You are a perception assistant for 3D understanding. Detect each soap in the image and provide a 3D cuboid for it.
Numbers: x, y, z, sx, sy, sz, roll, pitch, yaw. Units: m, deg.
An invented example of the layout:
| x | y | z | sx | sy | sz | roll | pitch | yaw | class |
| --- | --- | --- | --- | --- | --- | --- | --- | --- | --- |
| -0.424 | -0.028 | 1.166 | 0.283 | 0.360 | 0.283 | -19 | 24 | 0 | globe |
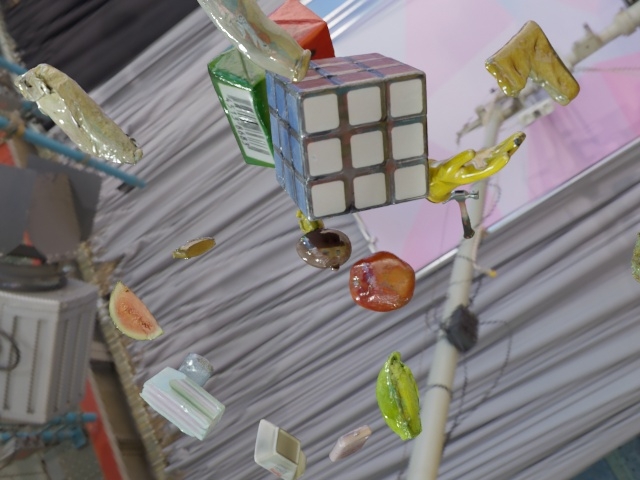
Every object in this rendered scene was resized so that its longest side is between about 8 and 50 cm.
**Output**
| x | y | z | sx | sy | sz | roll | pitch | yaw | class |
| --- | --- | --- | --- | --- | --- | --- | --- | --- | --- |
| -0.394 | 0.457 | 2.234 | 0.230 | 0.145 | 0.091 | 37 | -130 | 9 | soap |

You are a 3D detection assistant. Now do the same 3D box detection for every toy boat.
| x | y | z | sx | sy | sz | roll | pitch | yaw | class |
| --- | --- | --- | --- | --- | --- | --- | --- | --- | --- |
| -0.375 | 0.022 | 2.320 | 0.149 | 0.049 | 0.047 | -26 | -65 | -46 | toy boat |

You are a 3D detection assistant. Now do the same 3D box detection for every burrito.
| x | y | z | sx | sy | sz | roll | pitch | yaw | class |
| --- | --- | --- | --- | --- | --- | --- | --- | --- | --- |
| -0.614 | -0.314 | 1.997 | 0.347 | 0.107 | 0.175 | 42 | 161 | -21 | burrito |

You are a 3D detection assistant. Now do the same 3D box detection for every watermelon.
| x | y | z | sx | sy | sz | roll | pitch | yaw | class |
| --- | --- | --- | --- | --- | --- | --- | --- | --- | --- |
| -0.451 | 0.183 | 1.838 | 0.163 | 0.087 | 0.069 | 50 | -129 | -4 | watermelon |

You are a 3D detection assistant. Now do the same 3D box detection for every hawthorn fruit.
| x | y | z | sx | sy | sz | roll | pitch | yaw | class |
| --- | --- | --- | --- | --- | --- | --- | --- | --- | --- |
| 0.126 | 0.087 | 1.648 | 0.138 | 0.133 | 0.133 | -7 | -121 | -37 | hawthorn fruit |

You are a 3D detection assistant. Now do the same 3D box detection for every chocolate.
| x | y | z | sx | sy | sz | roll | pitch | yaw | class |
| --- | --- | --- | --- | --- | --- | --- | --- | --- | --- |
| -0.100 | -0.415 | 2.141 | 0.161 | 0.341 | 0.360 | 30 | 155 | 33 | chocolate |

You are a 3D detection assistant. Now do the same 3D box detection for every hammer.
| x | y | z | sx | sy | sz | roll | pitch | yaw | class |
| --- | --- | --- | --- | --- | --- | --- | --- | --- | --- |
| 0.444 | -0.078 | 2.406 | 0.288 | 0.111 | 0.033 | 58 | -143 | -59 | hammer |

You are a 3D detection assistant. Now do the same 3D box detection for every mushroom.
| x | y | z | sx | sy | sz | roll | pitch | yaw | class |
| --- | --- | --- | --- | --- | --- | --- | --- | --- | --- |
| -0.158 | -0.452 | 1.581 | 0.351 | 0.109 | 0.097 | 47 | 166 | -5 | mushroom |

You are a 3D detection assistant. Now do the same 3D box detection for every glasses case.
| x | y | z | sx | sy | sz | roll | pitch | yaw | class |
| --- | --- | --- | --- | --- | --- | --- | --- | --- | --- |
| -0.448 | 0.470 | 2.769 | 0.109 | 0.282 | 0.067 | 35 | -121 | 0 | glasses case |

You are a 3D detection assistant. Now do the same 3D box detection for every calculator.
| x | y | z | sx | sy | sz | roll | pitch | yaw | class |
| --- | --- | --- | --- | --- | --- | --- | --- | --- | --- |
| 0.079 | 0.544 | 2.098 | 0.032 | 0.100 | 0.175 | 59 | 155 | 24 | calculator |

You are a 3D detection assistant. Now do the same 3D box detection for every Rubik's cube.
| x | y | z | sx | sy | sz | roll | pitch | yaw | class |
| --- | --- | --- | --- | --- | --- | --- | --- | --- | --- |
| 0.058 | -0.251 | 1.815 | 0.305 | 0.303 | 0.301 | -124 | 26 | -62 | Rubik's cube |

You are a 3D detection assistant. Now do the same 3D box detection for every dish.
| x | y | z | sx | sy | sz | roll | pitch | yaw | class |
| --- | --- | --- | --- | --- | --- | --- | --- | --- | --- |
| -0.113 | 0.694 | 2.577 | 0.234 | 0.064 | 0.154 | 43 | -141 | -36 | dish |

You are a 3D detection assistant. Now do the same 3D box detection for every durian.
| x | y | z | sx | sy | sz | roll | pitch | yaw | class |
| --- | --- | --- | --- | --- | --- | --- | --- | --- | --- |
| 0.223 | 0.451 | 2.265 | 0.139 | 0.101 | 0.250 | -5 | -104 | -61 | durian |

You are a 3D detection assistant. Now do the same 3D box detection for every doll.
| x | y | z | sx | sy | sz | roll | pitch | yaw | class |
| --- | --- | --- | --- | --- | --- | --- | --- | --- | --- |
| 0.008 | -0.001 | 1.988 | 0.145 | 0.096 | 0.188 | 12 | -135 | -16 | doll |

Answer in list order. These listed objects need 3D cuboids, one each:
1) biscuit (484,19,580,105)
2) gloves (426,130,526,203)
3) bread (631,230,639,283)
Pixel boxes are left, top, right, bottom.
| x | y | z | sx | sy | sz | roll | pitch | yaw | class |
| --- | --- | --- | --- | --- | --- | --- | --- | --- | --- |
| 0.394 | -0.307 | 1.452 | 0.183 | 0.039 | 0.174 | -39 | -80 | -33 | biscuit |
| 0.363 | -0.187 | 1.838 | 0.116 | 0.294 | 0.133 | 43 | -126 | -17 | gloves |
| 0.612 | 0.043 | 1.303 | 0.196 | 0.138 | 0.102 | -85 | -4 | -75 | bread |
